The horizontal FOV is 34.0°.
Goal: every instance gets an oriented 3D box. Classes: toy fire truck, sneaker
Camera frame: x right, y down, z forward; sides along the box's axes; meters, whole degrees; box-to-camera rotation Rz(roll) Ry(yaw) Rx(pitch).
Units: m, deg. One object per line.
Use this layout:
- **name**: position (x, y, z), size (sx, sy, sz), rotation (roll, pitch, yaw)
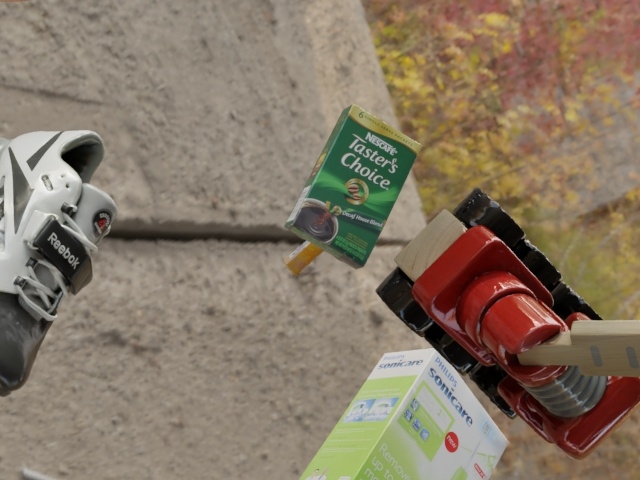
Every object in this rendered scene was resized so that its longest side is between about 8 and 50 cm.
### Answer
- **toy fire truck**: position (0.193, 0.084, 0.787), size (0.217, 0.158, 0.246), rotation (43, 5, -34)
- **sneaker**: position (-0.287, 0.001, 1.082), size (0.122, 0.146, 0.331), rotation (64, 16, -50)

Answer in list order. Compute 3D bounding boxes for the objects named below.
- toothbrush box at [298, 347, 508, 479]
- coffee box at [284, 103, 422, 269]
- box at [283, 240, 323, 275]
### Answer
- **toothbrush box**: position (0.120, 0.326, 1.505), size (0.206, 0.122, 0.283), rotation (53, 51, -19)
- **coffee box**: position (0.043, -0.070, 1.339), size (0.113, 0.040, 0.184), rotation (31, 74, -12)
- **box**: position (0.000, 0.000, 1.667), size (0.028, 0.136, 0.081), rotation (47, -2, -6)
